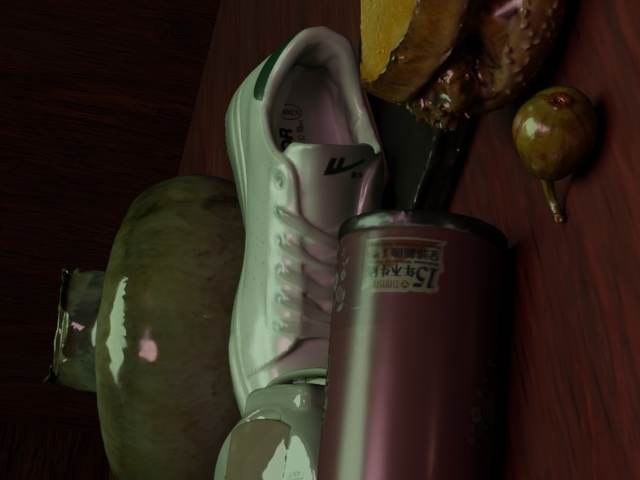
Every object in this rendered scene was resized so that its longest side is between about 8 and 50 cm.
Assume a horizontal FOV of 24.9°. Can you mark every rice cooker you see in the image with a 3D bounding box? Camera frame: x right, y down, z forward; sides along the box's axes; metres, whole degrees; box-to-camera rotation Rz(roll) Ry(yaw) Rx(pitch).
[{"bbox_3d":[0.000,0.195,1.016,0.145,0.127,0.206,-12,67,50],"label":"rice cooker"}]

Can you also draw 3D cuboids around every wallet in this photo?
[{"bbox_3d":[0.076,-0.146,1.181,0.309,0.042,0.165,-98,20,-56],"label":"wallet"}]

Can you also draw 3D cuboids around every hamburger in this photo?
[{"bbox_3d":[0.092,-0.162,0.930,0.182,0.118,0.191,126,155,-72],"label":"hamburger"}]

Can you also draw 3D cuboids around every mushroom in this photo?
[{"bbox_3d":[-0.144,0.099,1.472,0.352,0.260,0.352,-173,90,-84],"label":"mushroom"}]

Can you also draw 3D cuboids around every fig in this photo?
[{"bbox_3d":[0.134,-0.048,0.830,0.050,0.050,0.083,-96,0,-52],"label":"fig"}]

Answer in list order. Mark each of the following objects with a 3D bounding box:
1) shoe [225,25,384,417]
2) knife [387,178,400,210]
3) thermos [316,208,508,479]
[{"bbox_3d":[0.000,0.000,1.157,0.160,0.131,0.363,128,140,-60],"label":"shoe"},{"bbox_3d":[0.062,0.062,1.131,0.043,0.019,0.293,113,162,-59],"label":"knife"},{"bbox_3d":[0.047,0.157,0.896,0.136,0.109,0.330,138,140,-67],"label":"thermos"}]
